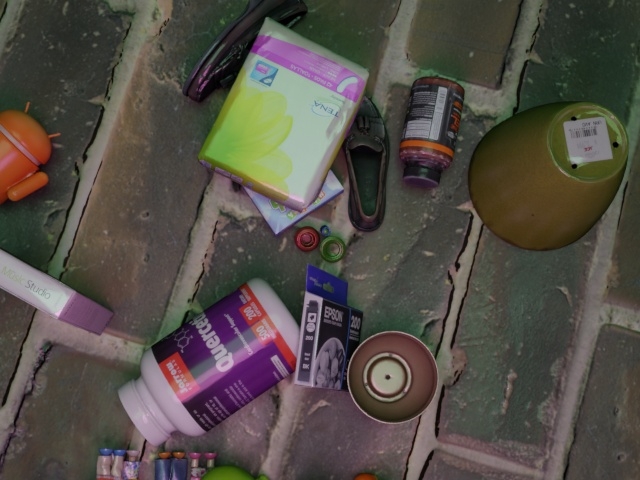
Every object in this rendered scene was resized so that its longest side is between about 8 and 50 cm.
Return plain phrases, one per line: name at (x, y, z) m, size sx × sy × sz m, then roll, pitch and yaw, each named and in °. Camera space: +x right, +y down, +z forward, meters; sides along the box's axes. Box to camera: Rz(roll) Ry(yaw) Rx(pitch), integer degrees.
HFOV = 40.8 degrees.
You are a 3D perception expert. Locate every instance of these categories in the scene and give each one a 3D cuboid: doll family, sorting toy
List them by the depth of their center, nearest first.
doll family at (-0.299, 0.459, 1.528) m, size 0.262 × 0.118 × 0.163 m, roll 7°, pitch 74°, yaw -19°
sorting toy at (0.000, 0.000, 1.635) m, size 0.101 × 0.042 × 0.061 m, roll 23°, pitch 97°, yaw -10°

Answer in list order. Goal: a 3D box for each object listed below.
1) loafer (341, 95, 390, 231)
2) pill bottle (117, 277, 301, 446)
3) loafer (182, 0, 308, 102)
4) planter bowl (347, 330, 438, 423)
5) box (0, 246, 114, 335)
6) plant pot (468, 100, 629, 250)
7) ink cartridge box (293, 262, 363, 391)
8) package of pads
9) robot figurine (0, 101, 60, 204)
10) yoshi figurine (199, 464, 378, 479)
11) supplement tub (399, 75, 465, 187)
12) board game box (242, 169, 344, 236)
loafer at (0.090, -0.154, 1.634) m, size 0.096 × 0.084 × 0.268 m, roll -3°, pitch 81°, yaw -2°
pill bottle at (-0.188, 0.220, 1.519) m, size 0.322 × 0.181 × 0.182 m, roll -34°, pitch 83°, yaw -7°
loafer at (-0.142, -0.376, 1.656) m, size 0.095 × 0.109 × 0.303 m, roll 38°, pitch 79°, yaw 0°
planter bowl at (0.126, 0.249, 1.560) m, size 0.161 × 0.109 × 0.162 m, roll 0°, pitch 80°, yaw -2°
box at (-0.491, 0.073, 1.463) m, size 0.232 × 0.322 × 0.059 m, roll 29°, pitch 78°, yaw 3°
plant pot at (0.427, -0.138, 1.536) m, size 0.274 × 0.293 × 0.275 m, roll 0°, pitch 81°, yaw -1°
ink cartridge box at (0.020, 0.160, 1.524) m, size 0.045 × 0.206 × 0.208 m, roll 2°, pitch 80°, yaw 22°
package of pads at (-0.061, -0.224, 1.583) m, size 0.229 × 0.101 × 0.297 m, roll 26°, pitch 86°, yaw -3°
robot figurine at (-0.591, -0.152, 1.595) m, size 0.219 × 0.128 × 0.158 m, roll -45°, pitch 45°, yaw -7°
yoshi figurine at (-0.061, 0.450, 1.463) m, size 0.361 × 0.203 × 0.204 m, roll -6°, pitch 125°, yaw -14°
supplement tub at (0.209, -0.204, 1.636) m, size 0.106 × 0.106 × 0.198 m, roll 12°, pitch 82°, yaw 0°
board game box at (-0.079, -0.138, 1.651) m, size 0.160 × 0.039 × 0.212 m, roll -34°, pitch 84°, yaw -7°
